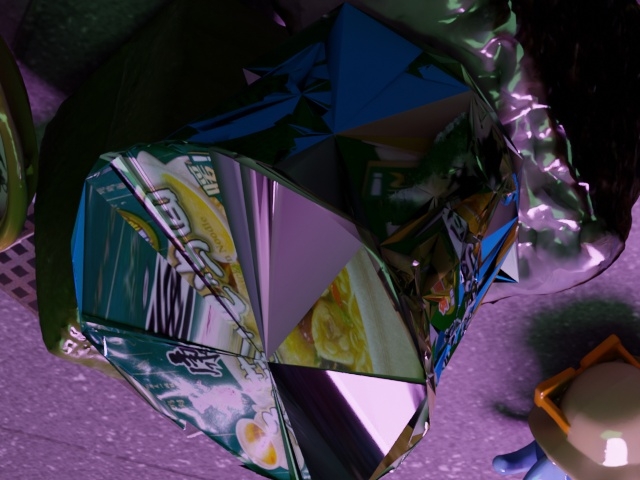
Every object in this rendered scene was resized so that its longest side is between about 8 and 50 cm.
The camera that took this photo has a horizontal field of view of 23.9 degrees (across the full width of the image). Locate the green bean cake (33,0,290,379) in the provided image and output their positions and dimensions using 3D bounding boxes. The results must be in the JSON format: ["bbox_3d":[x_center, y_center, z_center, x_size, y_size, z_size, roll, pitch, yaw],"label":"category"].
[{"bbox_3d":[-0.113,-0.034,1.078,0.125,0.248,0.222,28,138,-29],"label":"green bean cake"}]

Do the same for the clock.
[{"bbox_3d":[-0.265,-0.106,1.110,0.237,0.057,0.237,34,138,37],"label":"clock"}]

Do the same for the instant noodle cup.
[{"bbox_3d":[0.000,0.000,0.871,0.240,0.178,0.240,19,132,22],"label":"instant noodle cup"}]

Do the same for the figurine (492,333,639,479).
[{"bbox_3d":[0.251,0.205,1.348,0.180,0.154,0.262,-1,134,-4],"label":"figurine"}]

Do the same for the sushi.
[{"bbox_3d":[0.087,-0.128,0.984,0.234,0.207,0.348,2,130,37],"label":"sushi"}]

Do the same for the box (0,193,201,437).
[{"bbox_3d":[-0.156,0.052,1.336,0.180,0.047,0.325,-23,128,32],"label":"box"}]
